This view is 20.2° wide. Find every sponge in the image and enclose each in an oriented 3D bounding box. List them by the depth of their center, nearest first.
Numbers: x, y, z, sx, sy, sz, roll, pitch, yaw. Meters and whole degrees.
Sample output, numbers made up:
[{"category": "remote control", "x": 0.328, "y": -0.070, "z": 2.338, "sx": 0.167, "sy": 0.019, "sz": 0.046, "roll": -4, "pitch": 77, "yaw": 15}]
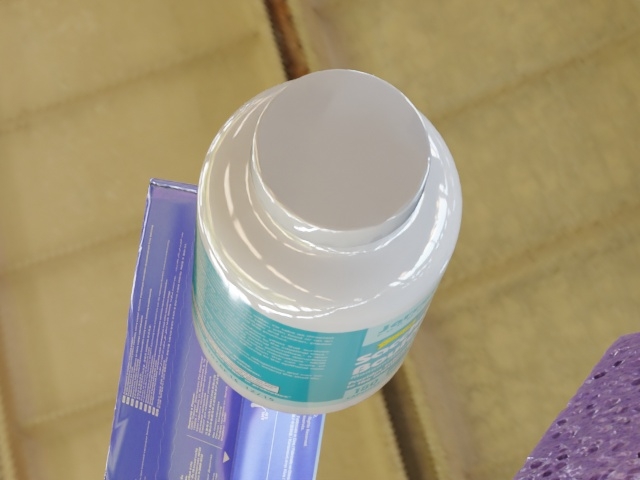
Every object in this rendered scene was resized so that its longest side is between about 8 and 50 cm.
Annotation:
[{"category": "sponge", "x": 0.182, "y": 0.121, "z": 1.058, "sx": 0.117, "sy": 0.031, "sz": 0.210, "roll": -12, "pitch": -154, "yaw": 45}]

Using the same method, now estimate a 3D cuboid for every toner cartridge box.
[{"category": "toner cartridge box", "x": -0.076, "y": 0.138, "z": 1.268, "sx": 0.165, "sy": 0.075, "sz": 0.347, "roll": 13, "pitch": -85, "yaw": 54}]

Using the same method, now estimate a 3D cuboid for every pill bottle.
[{"category": "pill bottle", "x": 0.000, "y": 0.000, "z": 1.032, "sx": 0.146, "sy": 0.264, "sz": 0.146, "roll": 2, "pitch": -110, "yaw": -4}]
